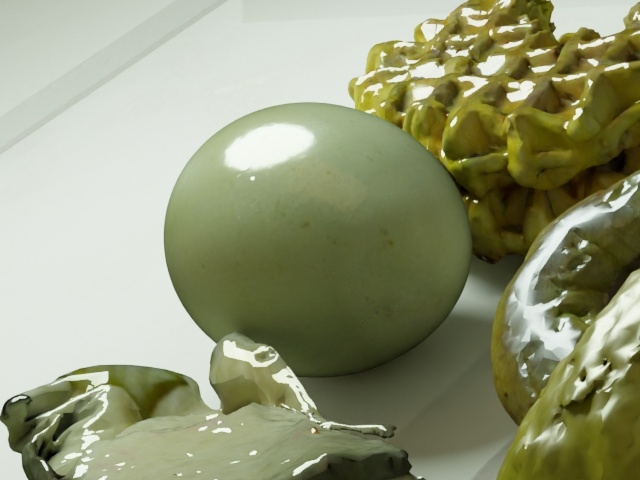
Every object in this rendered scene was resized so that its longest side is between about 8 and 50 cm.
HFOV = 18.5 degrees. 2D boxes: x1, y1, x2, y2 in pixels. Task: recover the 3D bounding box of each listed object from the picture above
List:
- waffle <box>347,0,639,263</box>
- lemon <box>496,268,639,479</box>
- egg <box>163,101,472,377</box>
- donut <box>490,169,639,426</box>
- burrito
[{"bbox_3d":[0.171,-0.094,1.446,0.261,0.151,0.324,-38,23,-22],"label":"waffle"},{"bbox_3d":[0.218,0.118,0.795,0.321,0.268,0.268,1,9,-32],"label":"lemon"},{"bbox_3d":[0.000,0.000,1.336,0.188,0.189,0.253,-37,24,-30],"label":"egg"},{"bbox_3d":[0.216,0.045,1.051,0.261,0.128,0.208,-33,33,23],"label":"donut"},{"bbox_3d":[-0.060,0.152,1.132,0.190,0.135,0.332,-20,18,-18],"label":"burrito"}]
